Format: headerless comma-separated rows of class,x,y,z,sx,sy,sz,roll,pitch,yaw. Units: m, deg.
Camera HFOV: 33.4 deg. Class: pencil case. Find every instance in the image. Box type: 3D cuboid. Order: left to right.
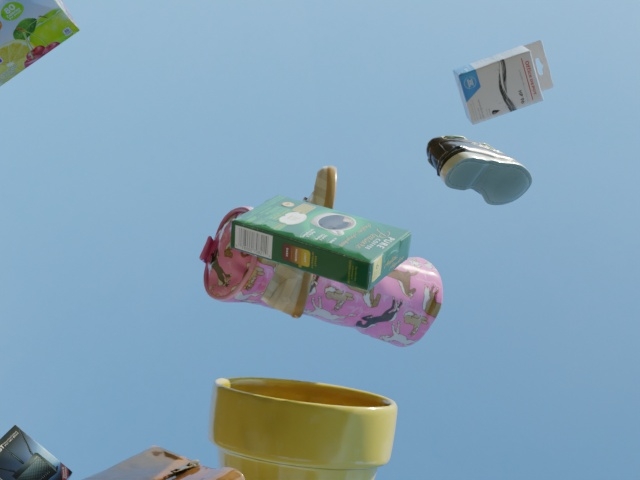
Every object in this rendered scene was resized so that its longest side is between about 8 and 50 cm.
pencil case,0.006,0.059,1.687,0.167,0.386,0.160,-42,-136,39

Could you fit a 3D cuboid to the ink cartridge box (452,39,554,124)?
ink cartridge box,0.165,-0.140,0.943,0.083,0.048,0.028,-20,-160,2

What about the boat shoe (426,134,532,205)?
boat shoe,0.244,-0.111,1.625,0.081,0.228,0.068,-50,-125,20

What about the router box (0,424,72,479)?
router box,-0.364,0.288,1.243,0.122,0.092,0.038,-49,175,-42

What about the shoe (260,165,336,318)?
shoe,-0.025,-0.006,1.424,0.058,0.076,0.219,17,-110,-3

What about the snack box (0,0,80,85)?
snack box,-0.427,-0.287,1.313,0.174,0.207,0.070,-36,-124,2

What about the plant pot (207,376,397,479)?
plant pot,-0.034,0.321,1.456,0.254,0.254,0.239,7,-90,40

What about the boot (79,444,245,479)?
boot,-0.255,0.241,1.001,0.264,0.280,0.096,1,-75,39

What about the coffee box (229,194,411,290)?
coffee box,0.000,0.000,1.238,0.184,0.113,0.040,16,-65,23
